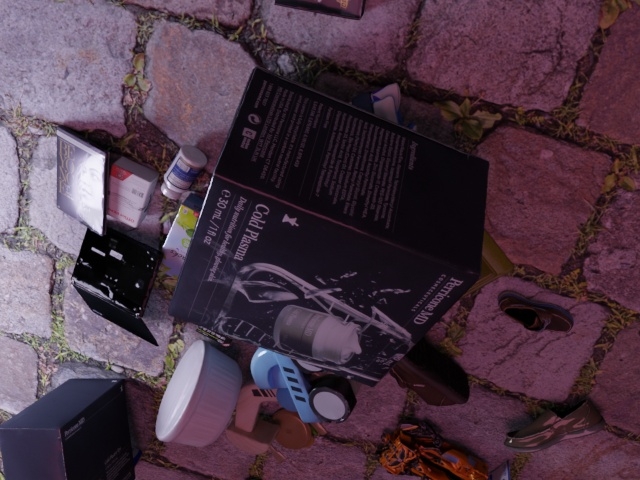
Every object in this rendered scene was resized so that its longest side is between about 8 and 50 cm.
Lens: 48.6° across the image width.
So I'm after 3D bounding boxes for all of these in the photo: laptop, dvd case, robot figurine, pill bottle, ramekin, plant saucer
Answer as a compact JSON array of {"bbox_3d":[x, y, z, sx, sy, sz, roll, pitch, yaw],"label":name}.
[{"bbox_3d":[-0.491,0.110,1.782,0.234,0.136,0.265,23,98,20],"label":"laptop"},{"bbox_3d":[-0.559,-0.138,1.657,0.164,0.018,0.221,29,124,23],"label":"dvd case"},{"bbox_3d":[0.290,0.597,1.899,0.290,0.085,0.211,27,120,-4],"label":"robot figurine"},{"bbox_3d":[-0.313,-0.152,1.606,0.067,0.067,0.120,35,120,-9],"label":"pill bottle"},{"bbox_3d":[-0.305,0.400,1.813,0.127,0.273,0.273,27,122,-18],"label":"ramekin"},{"bbox_3d":[0.311,0.053,1.608,0.188,0.045,0.188,-34,108,26],"label":"plant saucer"}]

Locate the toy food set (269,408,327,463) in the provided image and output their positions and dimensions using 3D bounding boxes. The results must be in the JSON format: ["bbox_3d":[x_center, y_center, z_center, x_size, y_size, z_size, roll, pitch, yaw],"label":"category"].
[{"bbox_3d":[-0.077,0.522,1.959,0.192,0.038,0.132,-40,89,26],"label":"toy food set"}]

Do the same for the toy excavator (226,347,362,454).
[{"bbox_3d":[-0.086,0.349,1.785,0.444,0.222,0.433,-6,116,29],"label":"toy excavator"}]

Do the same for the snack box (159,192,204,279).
[{"bbox_3d":[-0.279,0.017,1.694,0.174,0.070,0.207,27,123,-4],"label":"snack box"}]

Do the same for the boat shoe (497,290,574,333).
[{"bbox_3d":[0.494,0.180,1.629,0.183,0.066,0.066,18,122,1],"label":"boat shoe"}]

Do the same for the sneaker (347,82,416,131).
[{"bbox_3d":[0.042,-0.269,1.438,0.323,0.130,0.236,44,113,-12],"label":"sneaker"}]

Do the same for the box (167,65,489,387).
[{"bbox_3d":[0.000,0.000,1.380,0.471,0.298,0.480,19,141,-8],"label":"box"}]

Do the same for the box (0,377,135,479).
[{"bbox_3d":[-0.660,0.571,1.886,0.178,0.343,0.313,-1,99,11],"label":"box"}]

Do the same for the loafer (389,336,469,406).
[{"bbox_3d":[0.206,0.300,1.707,0.130,0.134,0.366,-34,114,32],"label":"loafer"}]

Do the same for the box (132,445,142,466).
[{"bbox_3d":[-0.630,0.664,2.135,0.137,0.072,0.126,32,121,-7],"label":"box"}]

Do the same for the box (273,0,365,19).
[{"bbox_3d":[0.012,-0.541,1.326,0.175,0.051,0.220,12,121,4],"label":"box"}]

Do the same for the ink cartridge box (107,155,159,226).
[{"bbox_3d":[-0.448,-0.113,1.662,0.099,0.056,0.135,26,121,-2],"label":"ink cartridge box"}]

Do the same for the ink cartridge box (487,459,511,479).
[{"bbox_3d":[0.415,0.744,1.911,0.065,0.165,0.333,37,121,-10],"label":"ink cartridge box"}]

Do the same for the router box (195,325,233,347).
[{"bbox_3d":[-0.245,0.196,1.759,0.092,0.122,0.038,29,127,-5],"label":"router box"}]

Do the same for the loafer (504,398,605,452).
[{"bbox_3d":[0.574,0.458,1.771,0.251,0.094,0.088,-21,89,12],"label":"loafer"}]
